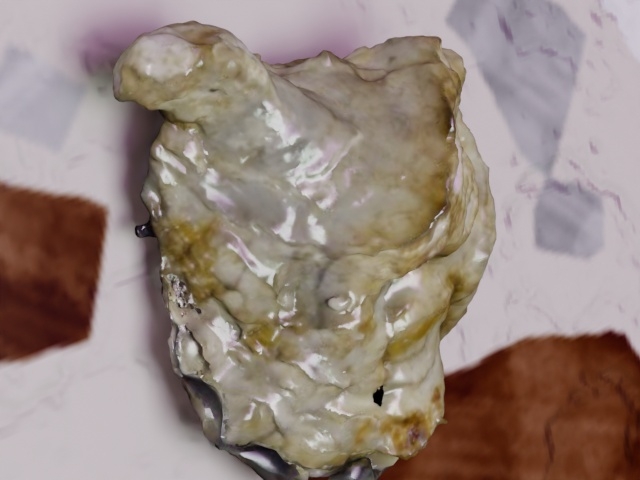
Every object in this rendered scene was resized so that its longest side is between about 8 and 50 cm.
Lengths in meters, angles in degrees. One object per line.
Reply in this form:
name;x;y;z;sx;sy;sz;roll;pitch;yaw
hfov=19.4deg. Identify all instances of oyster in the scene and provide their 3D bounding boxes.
oyster;0.000;0.000;0.638;0.191;0.081;0.163;31;76;-32
